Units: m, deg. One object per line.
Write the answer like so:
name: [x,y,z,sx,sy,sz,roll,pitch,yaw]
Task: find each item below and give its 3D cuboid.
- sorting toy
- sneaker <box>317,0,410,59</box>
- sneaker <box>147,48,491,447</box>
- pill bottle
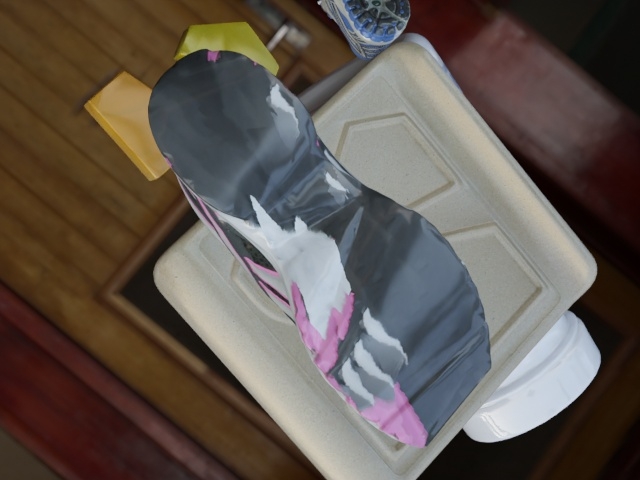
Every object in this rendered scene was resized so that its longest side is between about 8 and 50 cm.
sorting toy: [0.009,-0.015,0.847,0.229,0.307,0.041,-43,-169,-17]
sneaker: [0.013,-0.179,0.907,0.052,0.135,0.058,-14,158,-17]
sneaker: [0.000,0.000,0.545,0.072,0.178,0.077,-36,-175,-8]
pill bottle: [0.120,0.005,1.434,0.229,0.408,0.229,-33,-166,9]
